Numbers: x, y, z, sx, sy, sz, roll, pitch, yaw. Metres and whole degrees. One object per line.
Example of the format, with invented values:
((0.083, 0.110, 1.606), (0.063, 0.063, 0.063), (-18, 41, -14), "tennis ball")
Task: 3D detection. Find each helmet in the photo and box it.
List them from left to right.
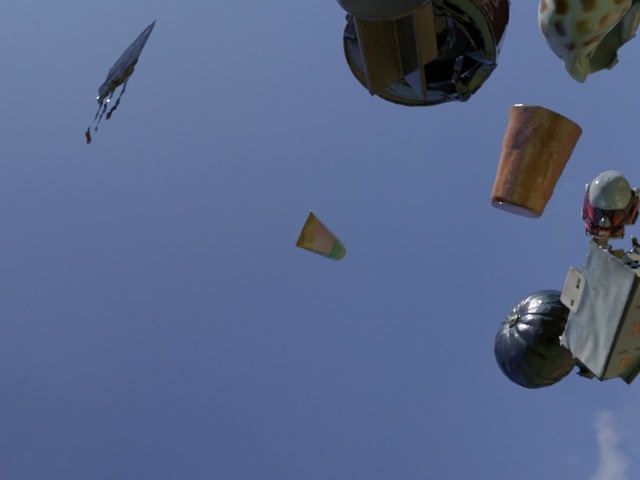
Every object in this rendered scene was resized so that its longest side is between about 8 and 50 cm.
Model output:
((0.196, -0.395, 1.476), (0.271, 0.338, 0.197), (27, -110, -8), "helmet")

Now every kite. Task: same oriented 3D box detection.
((-0.325, -0.244, 1.328), (0.015, 0.245, 0.141), (36, -130, -5), "kite")

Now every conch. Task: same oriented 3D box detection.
((0.472, -0.420, 1.474), (0.183, 0.149, 0.275), (-28, -29, -28), "conch")

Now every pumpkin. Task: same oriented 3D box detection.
((0.546, 0.249, 1.984), (0.248, 0.248, 0.248), (-14, -69, -41), "pumpkin")

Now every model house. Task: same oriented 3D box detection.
((0.574, 0.109, 1.526), (0.206, 0.178, 0.271), (-7, -59, -22), "model house")

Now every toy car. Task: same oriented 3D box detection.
((0.576, -0.079, 1.670), (0.112, 0.112, 0.139), (70, -144, -45), "toy car")

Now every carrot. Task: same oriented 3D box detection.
((0.529, -0.197, 2.131), (0.196, 0.196, 0.254), (22, -91, -45), "carrot")

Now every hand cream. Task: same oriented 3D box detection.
((0.000, 0.000, 1.703), (0.174, 0.047, 0.076), (35, -103, -61), "hand cream")

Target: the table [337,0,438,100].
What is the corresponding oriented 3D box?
((0.120, -0.332, 1.320), (0.167, 0.167, 0.226), (-54, -27, -19), "table")
